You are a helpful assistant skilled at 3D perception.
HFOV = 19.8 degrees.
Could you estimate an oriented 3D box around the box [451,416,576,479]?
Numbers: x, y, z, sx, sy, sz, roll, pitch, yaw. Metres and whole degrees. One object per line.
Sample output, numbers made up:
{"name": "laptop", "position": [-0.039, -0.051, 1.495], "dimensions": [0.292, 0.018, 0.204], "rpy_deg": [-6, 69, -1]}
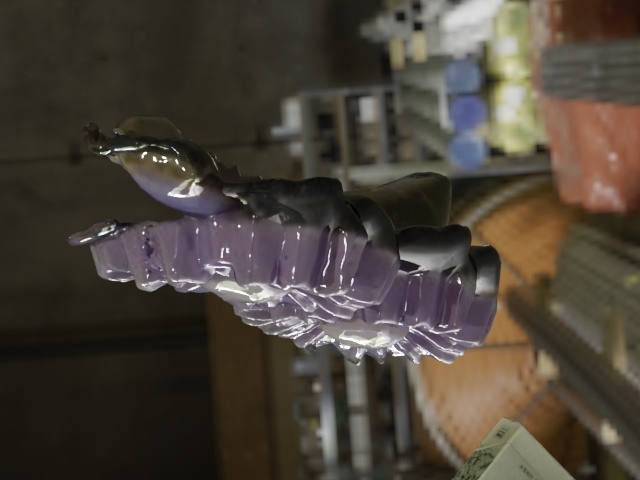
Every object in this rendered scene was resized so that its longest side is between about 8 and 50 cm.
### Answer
{"name": "box", "position": [0.092, 0.143, 0.972], "dimensions": [0.054, 0.083, 0.024], "rpy_deg": [46, 167, -22]}

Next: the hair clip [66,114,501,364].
{"name": "hair clip", "position": [0.000, 0.000, 0.659], "dimensions": [0.292, 0.106, 0.084], "rpy_deg": [16, -102, -66]}
